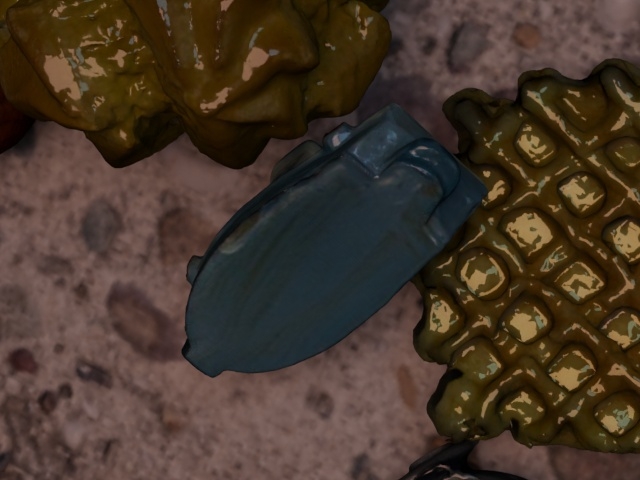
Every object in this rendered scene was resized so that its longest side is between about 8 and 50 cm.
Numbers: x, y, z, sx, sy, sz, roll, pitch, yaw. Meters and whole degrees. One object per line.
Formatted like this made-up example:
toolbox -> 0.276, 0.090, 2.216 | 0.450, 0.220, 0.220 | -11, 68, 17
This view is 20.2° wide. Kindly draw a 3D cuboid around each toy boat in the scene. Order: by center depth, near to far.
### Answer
toy boat -> 0.000, 0.000, 0.949 | 0.088, 0.102, 0.215 | 42, 122, -10

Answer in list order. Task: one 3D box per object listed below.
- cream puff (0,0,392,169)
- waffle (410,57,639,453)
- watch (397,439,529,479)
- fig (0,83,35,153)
cream puff -> -0.063, -0.123, 0.904 | 0.221, 0.195, 0.194 | -19, 86, 17
waffle -> 0.152, 0.008, 0.935 | 0.223, 0.054, 0.204 | 2, 89, 13
watch -> 0.065, 0.223, 0.953 | 0.206, 0.068, 0.193 | -34, 80, 8
fig -> -0.211, -0.109, 0.971 | 0.119, 0.153, 0.119 | -3, 80, 21
